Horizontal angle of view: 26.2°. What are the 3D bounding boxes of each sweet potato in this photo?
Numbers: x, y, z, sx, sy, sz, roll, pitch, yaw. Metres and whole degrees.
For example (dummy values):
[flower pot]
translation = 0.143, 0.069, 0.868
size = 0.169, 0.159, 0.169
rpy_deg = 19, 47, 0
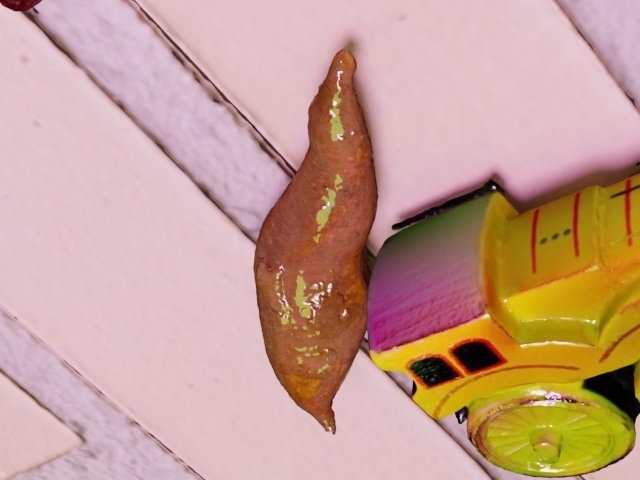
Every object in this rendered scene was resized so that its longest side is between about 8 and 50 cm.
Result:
[sweet potato]
translation = -0.003, -0.002, 0.708
size = 0.068, 0.068, 0.226
rpy_deg = 8, 122, 6

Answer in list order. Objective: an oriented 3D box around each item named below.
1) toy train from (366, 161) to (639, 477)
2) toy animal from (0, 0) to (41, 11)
[toy train]
translation = 0.171, 0.022, 0.652
size = 0.296, 0.100, 0.160
rpy_deg = -22, 130, 30
[toy animal]
translation = -0.115, -0.175, 0.581
size = 0.105, 0.070, 0.202
rpy_deg = 26, 136, 7
